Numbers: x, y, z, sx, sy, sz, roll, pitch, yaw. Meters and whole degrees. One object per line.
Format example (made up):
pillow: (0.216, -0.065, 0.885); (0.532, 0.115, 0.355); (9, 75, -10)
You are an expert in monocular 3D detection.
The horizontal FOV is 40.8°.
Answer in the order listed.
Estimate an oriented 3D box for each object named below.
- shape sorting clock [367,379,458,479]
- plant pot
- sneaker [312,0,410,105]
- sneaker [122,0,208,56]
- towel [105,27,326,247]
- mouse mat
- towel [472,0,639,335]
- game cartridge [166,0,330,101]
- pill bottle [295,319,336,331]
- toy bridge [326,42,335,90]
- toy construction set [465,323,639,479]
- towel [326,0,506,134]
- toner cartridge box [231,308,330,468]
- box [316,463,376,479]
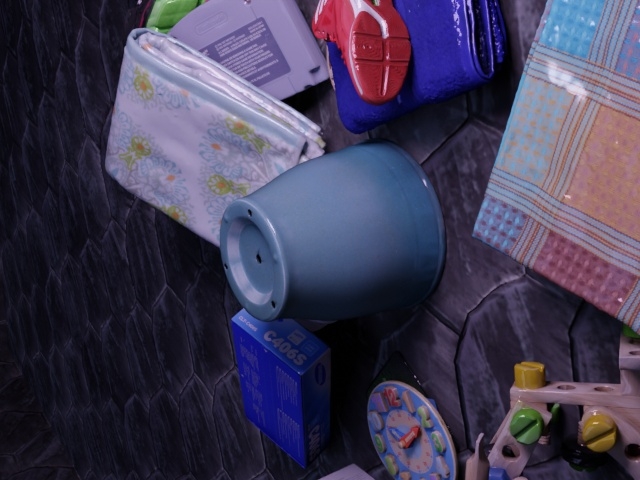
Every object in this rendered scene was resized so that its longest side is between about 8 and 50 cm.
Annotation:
shape sorting clock: (0.142, 0.323, 1.383); (0.206, 0.040, 0.206); (27, 124, 49)
plant pot: (0.000, 0.000, 1.281); (0.272, 0.255, 0.271); (27, 124, 50)
sneaker: (0.051, -0.265, 1.148); (0.128, 0.087, 0.221); (142, 128, -63)
sneaker: (-0.279, -0.428, 1.600); (0.483, 0.185, 0.202); (-40, 67, 51)
towel: (-0.196, -0.145, 1.477); (0.374, 0.090, 0.320); (32, 132, 6)
mouse mat: (0.145, 0.291, 1.410); (0.189, 0.007, 0.152); (56, 143, 26)
towel: (0.307, -0.119, 0.900); (0.271, 0.040, 0.370); (35, 118, 45)
game cartridge: (-0.137, -0.307, 1.426); (0.294, 0.060, 0.196); (-16, 113, 38)
pill bottle: (-0.043, 0.103, 1.514); (0.208, 0.118, 0.117); (-9, 95, 57)
toy bridge: (0.037, -0.267, 1.329); (0.063, 0.026, 0.188); (-19, 86, 58)
toy construction set: (0.271, 0.196, 0.936); (0.257, 0.309, 0.237); (15, 110, 45)
towel: (0.120, -0.283, 1.164); (0.308, 0.076, 0.227); (-13, 85, 58)
toner cartridge box: (-0.064, 0.259, 1.531); (0.165, 0.075, 0.347); (34, 149, 24)
box: (0.075, 0.502, 1.522); (0.170, 0.091, 0.130); (25, 123, 50)
